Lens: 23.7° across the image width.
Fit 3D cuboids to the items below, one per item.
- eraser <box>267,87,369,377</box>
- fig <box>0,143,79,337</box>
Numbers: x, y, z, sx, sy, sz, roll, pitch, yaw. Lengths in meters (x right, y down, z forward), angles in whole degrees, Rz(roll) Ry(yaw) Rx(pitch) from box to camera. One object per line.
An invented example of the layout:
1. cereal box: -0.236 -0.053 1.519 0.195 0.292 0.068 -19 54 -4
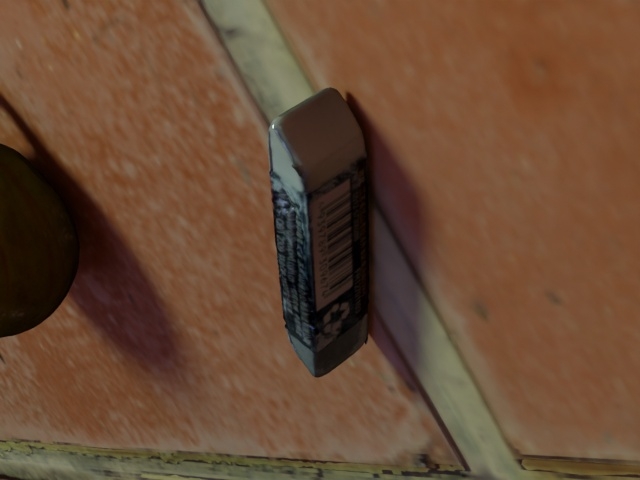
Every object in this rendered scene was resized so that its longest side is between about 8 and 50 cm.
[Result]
1. eraser: 0.000 0.000 0.442 0.019 0.027 0.099 37 148 31
2. fig: -0.135 -0.009 0.590 0.084 0.082 0.098 -106 14 -64
